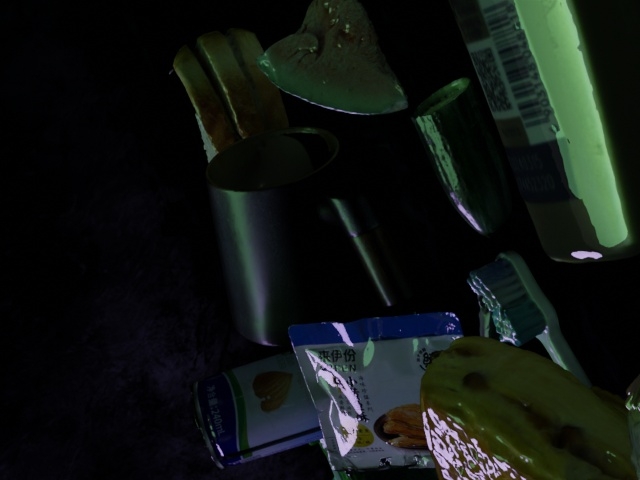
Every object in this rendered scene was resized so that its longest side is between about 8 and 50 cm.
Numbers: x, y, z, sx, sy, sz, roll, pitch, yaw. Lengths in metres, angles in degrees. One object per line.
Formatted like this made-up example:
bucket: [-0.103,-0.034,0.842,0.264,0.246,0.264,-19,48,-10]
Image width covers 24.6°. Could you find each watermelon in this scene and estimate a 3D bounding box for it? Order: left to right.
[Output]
watermelon: [0.011,-0.147,1.177,0.155,0.101,0.080,53,156,19]

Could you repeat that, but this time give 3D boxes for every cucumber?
cucumber: [0.100,-0.052,0.970,0.105,0.048,0.048,65,172,-9]

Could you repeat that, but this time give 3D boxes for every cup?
cup: [0.004,-0.009,1.492,0.166,0.239,0.177,-52,-44,-51]

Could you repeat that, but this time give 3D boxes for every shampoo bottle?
shampoo bottle: [0.082,-0.164,0.656,0.125,0.084,0.350,180,67,-78]

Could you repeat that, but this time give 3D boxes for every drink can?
drink can: [-0.004,0.149,1.449,0.097,0.235,0.097,-18,-90,-85]

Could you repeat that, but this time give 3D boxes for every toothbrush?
toothbrush: [0.216,0.194,0.976,0.418,0.040,0.042,61,154,6]

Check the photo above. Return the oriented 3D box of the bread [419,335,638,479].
bread: [0.166,0.174,0.886,0.235,0.099,0.210,31,146,48]

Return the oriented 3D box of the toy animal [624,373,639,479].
toy animal: [0.193,0.061,0.643,0.098,0.137,0.098,26,176,2]

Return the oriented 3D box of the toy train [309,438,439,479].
toy train: [0.083,0.243,1.537,0.266,0.145,0.202,56,170,53]

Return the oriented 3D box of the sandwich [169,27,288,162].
sandwich: [-0.093,-0.112,1.728,0.288,0.099,0.254,168,81,-83]

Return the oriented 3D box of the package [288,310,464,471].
package: [0.067,0.144,1.364,0.027,0.171,0.173,-58,-44,-53]

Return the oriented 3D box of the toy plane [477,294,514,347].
toy plane: [0.165,0.215,1.125,0.155,0.106,0.382,-111,1,-60]
